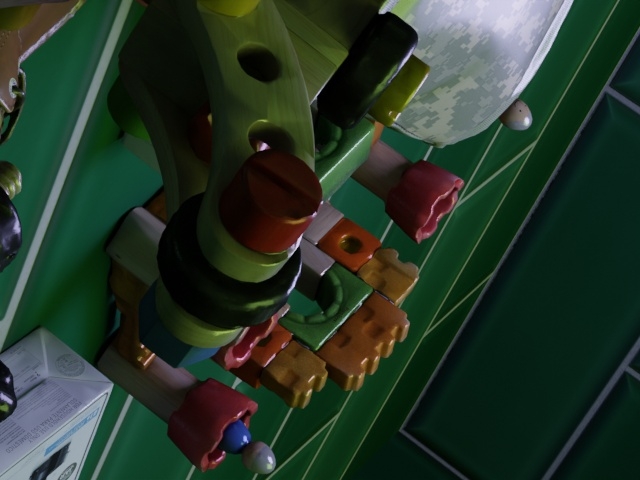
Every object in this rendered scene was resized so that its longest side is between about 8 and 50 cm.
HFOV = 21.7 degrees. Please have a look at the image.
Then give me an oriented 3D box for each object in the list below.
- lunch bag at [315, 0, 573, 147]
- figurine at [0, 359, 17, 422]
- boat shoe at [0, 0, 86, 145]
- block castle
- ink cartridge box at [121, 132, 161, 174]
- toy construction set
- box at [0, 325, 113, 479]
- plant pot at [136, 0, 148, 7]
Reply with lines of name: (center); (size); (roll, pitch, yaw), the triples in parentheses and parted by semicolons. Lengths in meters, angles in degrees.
lunch bag: (0.080, -0.213, 1.140); (0.287, 0.169, 0.235); (-61, 153, 4)
figurine: (-0.335, 0.138, 1.142); (0.215, 0.092, 0.209); (-52, 159, -5)
boat shoe: (-0.214, -0.083, 0.924); (0.307, 0.104, 0.111); (-43, 163, -38)
block castle: (0.000, 0.000, 1.635); (0.453, 0.213, 0.303); (-46, 165, -32)
ink cartridge box: (-0.076, -0.143, 1.315); (0.127, 0.072, 0.175); (-40, 161, -46)
toy construction set: (-0.064, -0.133, 0.711); (0.237, 0.257, 0.309); (-47, 154, -41)
box: (-0.297, 0.231, 1.470); (0.169, 0.087, 0.290); (-38, 160, -48)
plant pot: (-0.040, -0.195, 0.894); (0.201, 0.201, 0.180); (-58, -161, 17)
